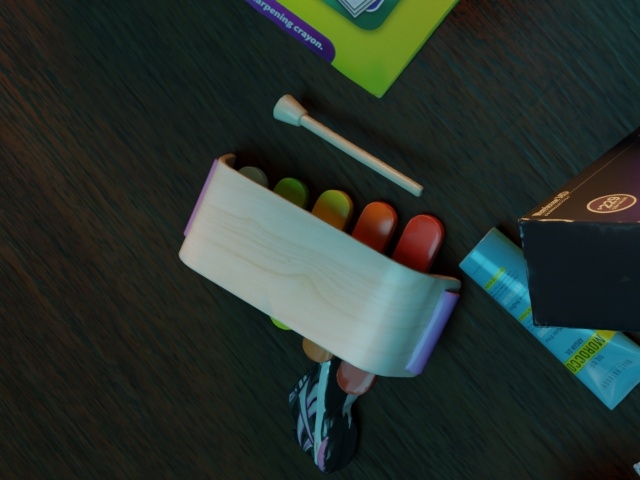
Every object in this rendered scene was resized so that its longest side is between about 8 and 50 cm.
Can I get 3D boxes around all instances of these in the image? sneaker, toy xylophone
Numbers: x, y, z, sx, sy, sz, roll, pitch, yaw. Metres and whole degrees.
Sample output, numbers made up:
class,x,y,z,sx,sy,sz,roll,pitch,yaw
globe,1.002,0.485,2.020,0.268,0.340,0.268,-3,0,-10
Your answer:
class,x,y,z,sx,sy,sz,roll,pitch,yaw
sneaker,-0.002,0.166,1.772,0.077,0.072,0.178,27,119,35
toy xylophone,0.000,0.000,1.673,0.322,0.081,0.236,38,107,20

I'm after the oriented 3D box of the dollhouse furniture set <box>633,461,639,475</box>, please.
class,x,y,z,sx,sy,sz,roll,pitch,yaw
dollhouse furniture set,0.307,0.429,1.542,0.362,0.256,0.394,-34,91,43

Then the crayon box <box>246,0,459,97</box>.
class,x,y,z,sx,sy,sz,roll,pitch,yaw
crayon box,0.003,-0.349,1.366,0.363,0.106,0.313,37,126,-4

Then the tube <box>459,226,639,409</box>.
class,x,y,z,sx,sy,sz,roll,pitch,yaw
tube,0.229,0.073,1.585,0.207,0.052,0.080,41,135,5

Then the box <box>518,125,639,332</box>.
class,x,y,z,sx,sy,sz,roll,pitch,yaw
box,0.306,-0.016,1.347,0.184,0.261,0.103,-1,110,35
